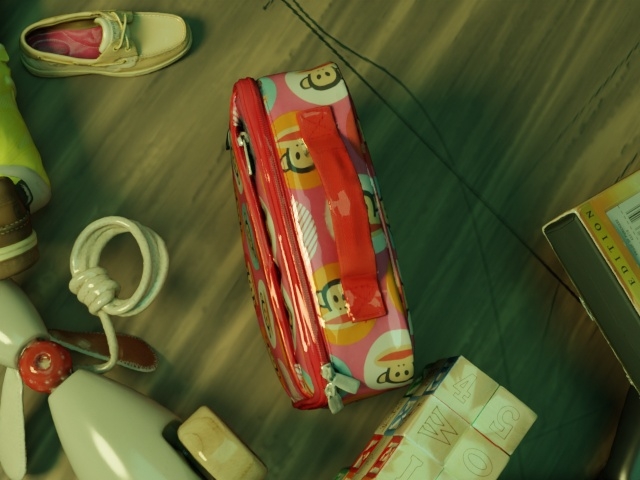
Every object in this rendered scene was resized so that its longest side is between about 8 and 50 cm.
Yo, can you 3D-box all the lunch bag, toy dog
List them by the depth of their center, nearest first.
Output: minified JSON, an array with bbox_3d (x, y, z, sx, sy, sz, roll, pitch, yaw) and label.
[{"bbox_3d":[0.000,0.000,0.899,0.120,0.258,0.293,-13,82,-10],"label":"lunch bag"},{"bbox_3d":[-0.188,0.164,0.926,0.220,0.161,0.333,-24,70,-8],"label":"toy dog"}]

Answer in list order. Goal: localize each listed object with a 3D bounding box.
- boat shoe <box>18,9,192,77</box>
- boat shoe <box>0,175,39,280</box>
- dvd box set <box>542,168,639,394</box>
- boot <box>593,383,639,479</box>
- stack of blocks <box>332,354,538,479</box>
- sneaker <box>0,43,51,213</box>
[{"bbox_3d":[-0.209,-0.194,1.003,0.170,0.059,0.063,-11,83,-9],"label":"boat shoe"},{"bbox_3d":[-0.364,-0.026,0.898,0.258,0.095,0.095,1,113,17],"label":"boat shoe"},{"bbox_3d":[0.449,0.024,1.001,0.420,0.062,0.307,-29,85,-27],"label":"dvd box set"},{"bbox_3d":[0.273,0.216,0.983,0.247,0.094,0.207,23,82,-10],"label":"boot"},{"bbox_3d":[0.051,0.249,0.910,0.087,0.171,0.297,38,77,0],"label":"stack of blocks"},{"bbox_3d":[-0.346,-0.201,0.947,0.147,0.145,0.384,-32,93,-22],"label":"sneaker"}]
